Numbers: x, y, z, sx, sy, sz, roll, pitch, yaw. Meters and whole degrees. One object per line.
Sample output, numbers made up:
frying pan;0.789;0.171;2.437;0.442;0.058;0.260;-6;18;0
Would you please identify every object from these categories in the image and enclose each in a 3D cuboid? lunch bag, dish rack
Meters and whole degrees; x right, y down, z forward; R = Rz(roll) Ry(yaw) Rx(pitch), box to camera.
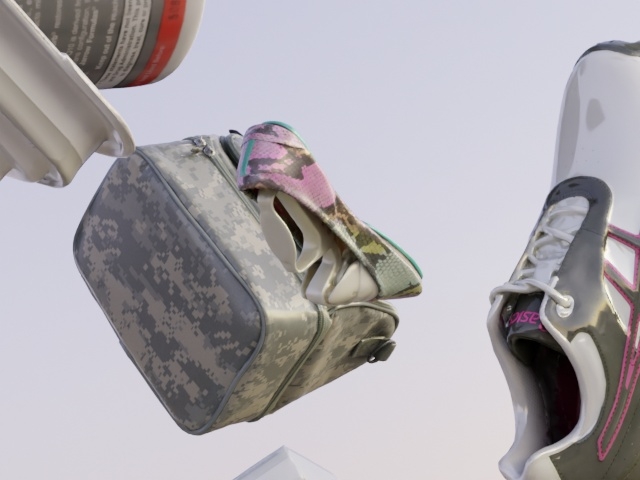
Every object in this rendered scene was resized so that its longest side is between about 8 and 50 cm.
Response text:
lunch bag;-0.084;0.031;1.978;0.256;0.305;0.212;-9;-38;-46
dish rack;-0.277;-0.144;0.989;0.285;0.072;0.333;18;-26;49

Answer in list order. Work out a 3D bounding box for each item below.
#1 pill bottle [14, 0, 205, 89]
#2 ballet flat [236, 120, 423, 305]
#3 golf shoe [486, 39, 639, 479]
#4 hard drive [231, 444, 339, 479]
pill bottle;-0.282;-0.202;1.315;0.363;0.210;0.210;-8;-16;-31
ballet flat;0.000;0.000;1.408;0.077;0.079;0.221;2;-34;40
golf shoe;0.157;0.016;1.023;0.120;0.272;0.105;5;-10;-37
hard drive;-0.144;0.312;1.650;0.353;0.047;0.233;-34;-18;2
